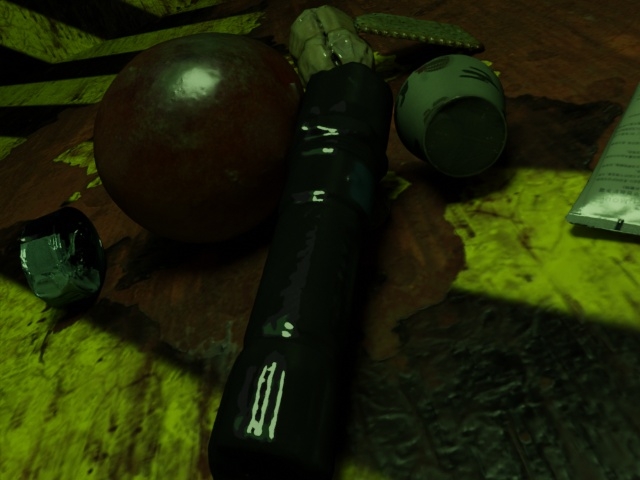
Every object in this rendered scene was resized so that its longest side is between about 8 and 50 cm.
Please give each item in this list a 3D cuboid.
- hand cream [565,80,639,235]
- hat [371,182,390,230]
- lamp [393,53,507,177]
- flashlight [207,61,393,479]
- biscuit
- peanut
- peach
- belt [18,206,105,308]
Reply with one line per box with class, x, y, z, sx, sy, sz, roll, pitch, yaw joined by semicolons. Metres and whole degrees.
hand cream;0.297;-0.087;0.508;0.080;0.050;0.234;14;53;35
hat;0.042;-0.043;0.615;0.058;0.042;0.087;-31;67;1
lamp;0.141;-0.147;0.620;0.121;0.121;0.215;-16;25;13
flashlight;0.000;0.000;0.480;0.103;0.103;0.424;-8;47;23
biscuit;0.146;-0.334;0.881;0.203;0.016;0.144;5;33;-9
peanut;0.015;-0.304;0.906;0.130;0.130;0.290;-22;36;4
peach;-0.127;-0.124;0.652;0.252;0.253;0.253;-17;34;12
belt;-0.312;0.018;0.687;0.058;0.105;0.140;-22;43;3
